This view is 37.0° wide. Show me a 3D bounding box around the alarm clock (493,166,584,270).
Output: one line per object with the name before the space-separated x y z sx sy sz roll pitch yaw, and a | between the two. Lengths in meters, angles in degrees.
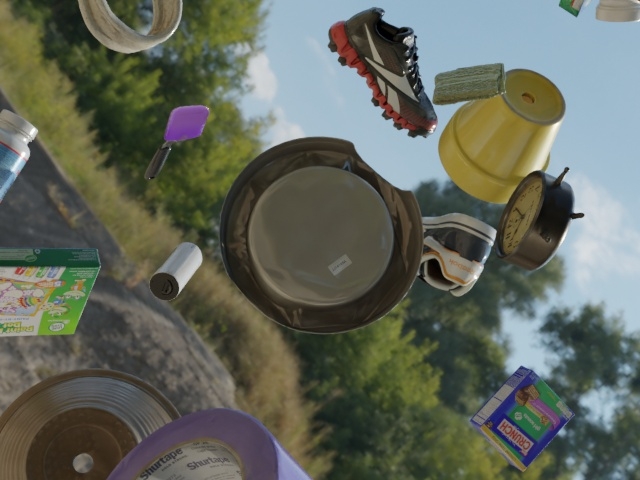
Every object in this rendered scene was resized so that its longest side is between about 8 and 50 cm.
alarm clock | 0.282 -0.020 1.293 0.064 0.129 0.192 23 -18 -11

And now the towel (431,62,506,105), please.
towel | 0.299 -0.313 1.923 0.110 0.148 0.027 -76 153 -47

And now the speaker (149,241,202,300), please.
speaker | -0.250 0.053 1.662 0.055 0.055 0.136 58 21 -14

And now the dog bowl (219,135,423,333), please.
dog bowl | 0.000 0.000 1.649 0.349 0.348 0.102 52 -12 11

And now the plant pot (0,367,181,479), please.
plant pot | -0.250 0.245 1.022 0.237 0.237 0.110 52 -20 13

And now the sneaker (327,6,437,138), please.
sneaker | 0.141 -0.313 1.756 0.276 0.135 0.098 49 31 -13

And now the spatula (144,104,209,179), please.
spatula | -0.300 -0.189 1.912 0.296 0.084 0.030 -38 -113 56

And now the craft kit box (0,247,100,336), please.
craft kit box | -0.609 0.110 1.983 0.247 0.249 0.061 -55 -136 44

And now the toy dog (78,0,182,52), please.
toy dog | -0.237 -0.321 0.799 0.333 0.220 0.161 36 -12 -34

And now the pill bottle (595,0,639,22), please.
pill bottle | 0.575 -0.551 1.802 0.146 0.146 0.264 35 -49 55

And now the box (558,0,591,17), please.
box | 0.456 -0.451 1.526 0.043 0.179 0.105 36 -14 13

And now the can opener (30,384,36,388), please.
can opener | -0.435 0.338 1.814 0.280 0.074 0.093 14 -30 12

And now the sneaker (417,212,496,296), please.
sneaker | 0.224 0.029 1.794 0.126 0.128 0.321 24 -7 -5

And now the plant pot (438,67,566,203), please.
plant pot | 0.424 -0.251 2.155 0.254 0.254 0.239 51 -33 17

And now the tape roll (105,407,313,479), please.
tape roll | -0.095 0.233 0.758 0.189 0.189 0.080 36 -16 54

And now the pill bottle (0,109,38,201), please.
pill bottle | -0.534 -0.130 1.567 0.087 0.160 0.087 29 -11 6

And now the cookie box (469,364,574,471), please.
cookie box | 0.273 0.241 1.297 0.092 0.107 0.040 46 -7 -11
